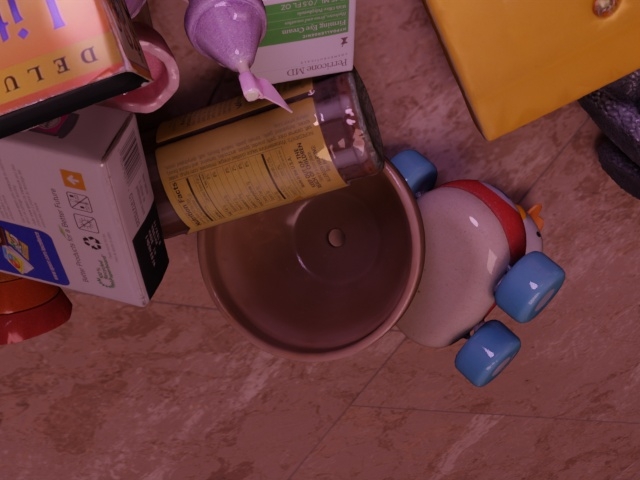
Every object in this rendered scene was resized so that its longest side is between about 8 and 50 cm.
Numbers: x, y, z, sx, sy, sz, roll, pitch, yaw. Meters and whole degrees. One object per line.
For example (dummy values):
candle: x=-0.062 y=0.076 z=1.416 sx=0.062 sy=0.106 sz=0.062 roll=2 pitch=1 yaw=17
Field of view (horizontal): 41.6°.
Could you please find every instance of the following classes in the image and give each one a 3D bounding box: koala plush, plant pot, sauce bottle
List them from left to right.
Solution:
sauce bottle: x=-0.116 y=-0.066 z=0.786 sx=0.344 sy=0.111 sz=0.111 roll=-15 pitch=141 yaw=15
plant pot: x=0.000 y=0.000 z=0.881 sx=0.237 sy=0.237 sz=0.110 roll=-37 pitch=173 yaw=19
koala plush: x=0.430 y=-0.138 z=0.899 sx=0.221 sy=0.203 sz=0.196 roll=-38 pitch=138 yaw=3

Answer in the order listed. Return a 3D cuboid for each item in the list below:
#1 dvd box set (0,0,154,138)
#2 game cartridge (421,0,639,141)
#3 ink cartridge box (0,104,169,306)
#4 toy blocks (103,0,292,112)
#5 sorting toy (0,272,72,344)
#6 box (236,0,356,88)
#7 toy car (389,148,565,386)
dvd box set: x=-0.290 y=-0.221 z=0.380 sx=0.307 sy=0.420 sz=0.062 roll=-20 pitch=-176 yaw=4
game cartridge: x=0.212 y=-0.271 z=0.706 sx=0.285 sy=0.052 sz=0.323 roll=-26 pitch=128 yaw=9
ink cartridge box: x=-0.316 y=-0.055 z=0.695 sx=0.371 sy=0.069 sz=0.176 roll=11 pitch=141 yaw=9
toy blocks: x=-0.146 y=-0.222 z=0.506 sx=0.288 sy=0.260 sz=0.309 roll=20 pitch=126 yaw=-36
sorting toy: x=-0.439 y=0.042 z=0.826 sx=0.365 sy=0.127 sz=0.126 roll=-7 pitch=108 yaw=-11
box: x=-0.032 y=-0.195 z=0.701 sx=0.101 sy=0.102 sz=0.087 roll=-12 pitch=141 yaw=-11
toy car: x=0.194 y=0.002 z=0.977 sx=0.238 sy=0.219 sz=0.210 roll=-26 pitch=149 yaw=-40
